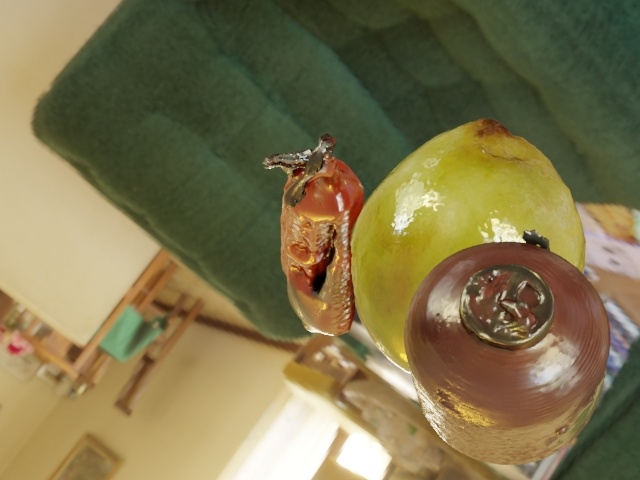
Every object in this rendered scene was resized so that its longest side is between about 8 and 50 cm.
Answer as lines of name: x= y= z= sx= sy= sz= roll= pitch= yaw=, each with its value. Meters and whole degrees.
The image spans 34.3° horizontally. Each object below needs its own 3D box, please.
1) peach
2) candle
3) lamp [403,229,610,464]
peach: x=0.178 y=0.024 z=1.307 sx=0.282 sy=0.315 sz=0.314 roll=-9 pitch=-127 yaw=-48
candle: x=0.000 y=0.000 z=0.734 sx=0.084 sy=0.059 sz=0.301 roll=53 pitch=168 yaw=15
lamp: x=0.163 y=0.093 z=0.903 sx=0.180 sy=0.180 sz=0.258 roll=30 pitch=161 yaw=22
